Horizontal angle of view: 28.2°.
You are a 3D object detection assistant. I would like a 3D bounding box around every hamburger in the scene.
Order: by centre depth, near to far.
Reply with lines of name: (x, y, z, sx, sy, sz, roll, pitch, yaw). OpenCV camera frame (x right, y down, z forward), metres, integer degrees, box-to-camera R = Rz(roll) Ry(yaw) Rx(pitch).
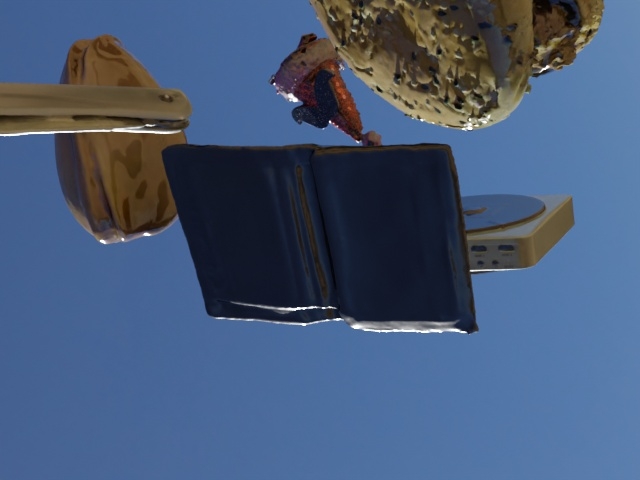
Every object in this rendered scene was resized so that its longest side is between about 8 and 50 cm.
hamburger: (0.148, -0.266, 1.376, 0.195, 0.318, 0.276, -36, -82, -27)

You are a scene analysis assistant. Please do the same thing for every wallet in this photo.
wallet: (0.000, 0.000, 1.373, 0.041, 0.323, 0.247, -64, -31, -48)

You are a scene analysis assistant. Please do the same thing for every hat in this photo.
hat: (0.016, -0.220, 2.057, 0.227, 0.140, 0.129, 52, -151, 14)

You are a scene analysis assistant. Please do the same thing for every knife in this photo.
knife: (-0.254, -0.127, 1.267, 0.266, 0.040, 0.073, -3, -148, -28)

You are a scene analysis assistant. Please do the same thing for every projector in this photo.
projector: (0.204, -0.004, 1.789, 0.259, 0.257, 0.079, -31, -65, -62)

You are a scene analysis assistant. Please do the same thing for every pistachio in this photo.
pistachio: (-0.244, -0.126, 1.571, 0.212, 0.163, 0.260, -62, -31, -72)
